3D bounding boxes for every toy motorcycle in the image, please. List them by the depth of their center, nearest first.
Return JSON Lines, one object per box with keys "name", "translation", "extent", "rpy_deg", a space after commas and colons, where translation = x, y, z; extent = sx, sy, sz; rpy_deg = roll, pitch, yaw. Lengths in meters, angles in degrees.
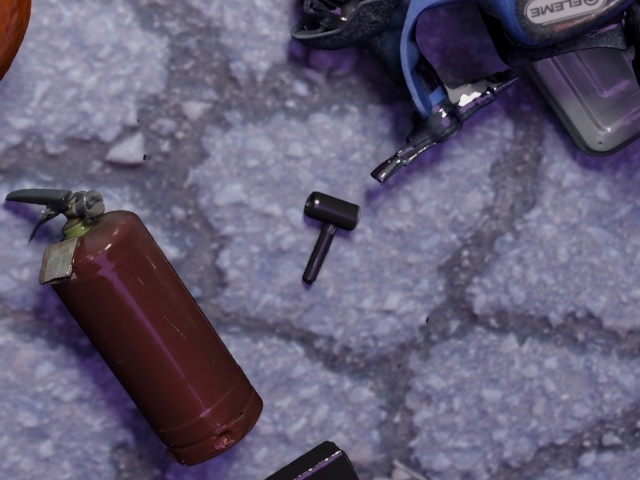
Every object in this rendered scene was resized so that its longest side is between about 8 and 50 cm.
{"name": "toy motorcycle", "translation": [0.156, -0.184, 1.093], "extent": [0.359, 0.125, 0.212], "rpy_deg": [-11, 116, 12]}

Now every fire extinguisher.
{"name": "fire extinguisher", "translation": [-0.160, 0.061, 1.090], "extent": [0.105, 0.105, 0.269], "rpy_deg": [-36, 109, -9]}

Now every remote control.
{"name": "remote control", "translation": [-0.076, 0.271, 1.192], "extent": [0.245, 0.025, 0.063], "rpy_deg": [-32, 112, -10]}

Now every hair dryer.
{"name": "hair dryer", "translation": [0.000, 0.000, 1.167], "extent": [0.047, 0.026, 0.083], "rpy_deg": [18, 102, -18]}

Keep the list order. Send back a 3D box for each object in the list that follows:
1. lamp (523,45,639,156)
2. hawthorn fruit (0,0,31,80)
{"name": "lamp", "translation": [0.286, -0.243, 1.161], "extent": [0.266, 0.047, 0.269], "rpy_deg": [-34, 110, 13]}
{"name": "hawthorn fruit", "translation": [-0.305, -0.185, 0.941], "extent": [0.211, 0.211, 0.299], "rpy_deg": [45, 75, -20]}
